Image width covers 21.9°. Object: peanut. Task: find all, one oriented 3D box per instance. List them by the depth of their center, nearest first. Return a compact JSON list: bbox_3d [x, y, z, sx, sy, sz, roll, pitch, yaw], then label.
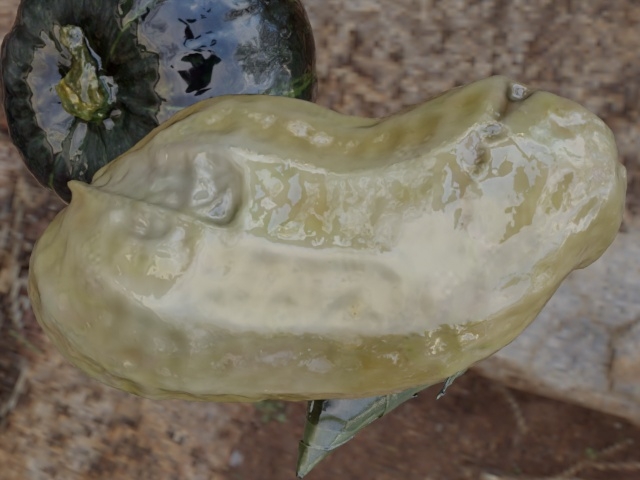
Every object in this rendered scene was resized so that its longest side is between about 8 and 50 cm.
[{"bbox_3d":[0.000,0.006,0.935,0.158,0.340,0.174,67,24,-71],"label":"peanut"}]

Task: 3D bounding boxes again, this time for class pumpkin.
[{"bbox_3d":[-0.159,-0.161,1.607,0.241,0.323,0.323,-35,119,-53],"label":"pumpkin"}]

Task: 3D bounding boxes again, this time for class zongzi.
[{"bbox_3d":[0.044,0.099,1.058,0.055,0.109,0.119,53,43,-82],"label":"zongzi"}]
